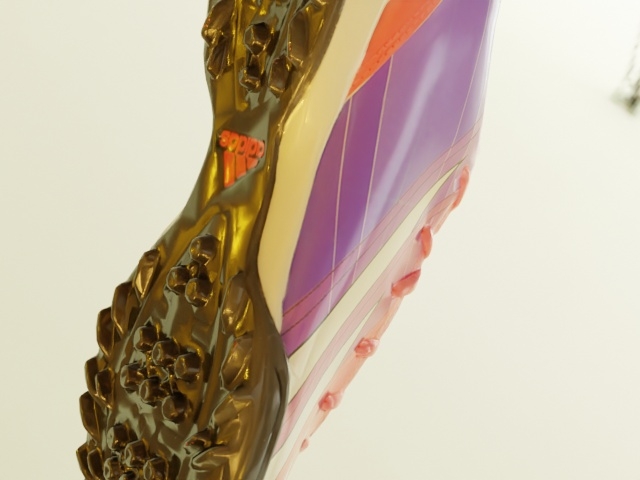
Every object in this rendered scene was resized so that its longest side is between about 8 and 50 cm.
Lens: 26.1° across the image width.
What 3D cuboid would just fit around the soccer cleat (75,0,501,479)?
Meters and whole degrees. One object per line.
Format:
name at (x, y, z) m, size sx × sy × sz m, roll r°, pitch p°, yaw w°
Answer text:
soccer cleat at (0.000, 0.000, 0.506) m, size 0.116 × 0.318 × 0.108 m, roll 12°, pitch -173°, yaw -38°
